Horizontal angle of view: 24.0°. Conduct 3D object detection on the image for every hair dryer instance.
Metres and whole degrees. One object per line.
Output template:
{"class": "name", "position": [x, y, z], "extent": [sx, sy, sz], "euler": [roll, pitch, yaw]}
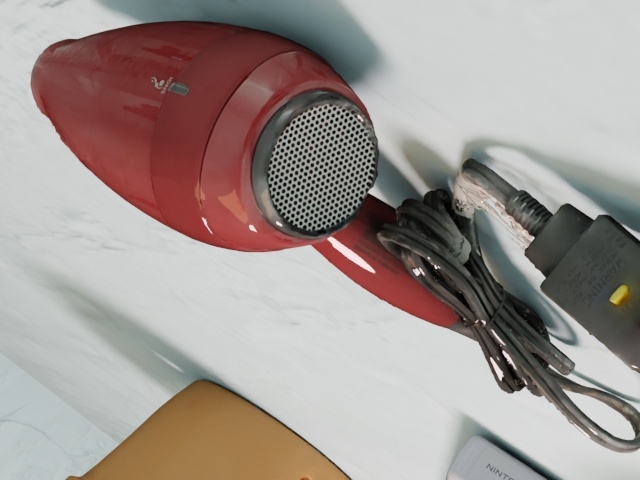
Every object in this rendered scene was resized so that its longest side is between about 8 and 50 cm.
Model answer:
{"class": "hair dryer", "position": [0.000, 0.000, 0.587], "extent": [0.293, 0.080, 0.223], "euler": [33, 166, 13]}

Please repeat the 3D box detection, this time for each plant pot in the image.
{"class": "plant pot", "position": [-0.096, 0.267, 1.404], "extent": [0.291, 0.203, 0.291], "euler": [33, 165, 10]}

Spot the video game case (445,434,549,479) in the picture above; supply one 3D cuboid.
{"class": "video game case", "position": [0.208, 0.252, 0.992], "extent": [0.300, 0.036, 0.329], "euler": [33, 166, 12]}
